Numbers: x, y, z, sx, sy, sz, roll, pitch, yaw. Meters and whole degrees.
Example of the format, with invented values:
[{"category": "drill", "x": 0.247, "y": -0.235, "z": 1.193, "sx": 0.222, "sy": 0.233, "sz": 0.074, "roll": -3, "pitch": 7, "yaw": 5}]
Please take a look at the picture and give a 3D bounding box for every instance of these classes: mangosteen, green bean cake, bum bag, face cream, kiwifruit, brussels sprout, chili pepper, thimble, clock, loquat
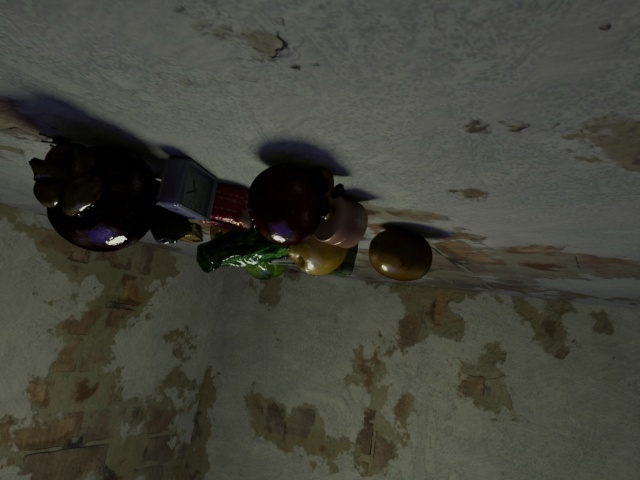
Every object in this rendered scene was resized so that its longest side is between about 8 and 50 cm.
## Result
[{"category": "mangosteen", "x": -0.060, "y": -0.104, "z": 1.197, "sx": 0.257, "sy": 0.215, "sz": 0.215, "roll": -21, "pitch": 171, "yaw": -4}, {"category": "green bean cake", "x": 0.078, "y": 0.065, "z": 2.010, "sx": 0.094, "sy": 0.173, "sz": 0.181, "roll": 16, "pitch": 166, "yaw": -30}, {"category": "bum bag", "x": -0.485, "y": -0.108, "z": 1.466, "sx": 0.142, "sy": 0.326, "sz": 0.080, "roll": -3, "pitch": 134, "yaw": -30}, {"category": "mangosteen", "x": -0.611, "y": -0.127, "z": 1.251, "sx": 0.306, "sy": 0.307, "sz": 0.347, "roll": 6, "pitch": 161, "yaw": 20}, {"category": "face cream", "x": 0.057, "y": -0.058, "z": 1.407, "sx": 0.104, "sy": 0.149, "sz": 0.149, "roll": 16, "pitch": 168, "yaw": -39}, {"category": "kiwifruit", "x": 0.285, "y": 0.051, "z": 1.684, "sx": 0.234, "sy": 0.196, "sz": 0.196, "roll": 13, "pitch": 170, "yaw": -27}, {"category": "brussels sprout", "x": -0.314, "y": 0.095, "z": 2.487, "sx": 0.271, "sy": 0.210, "sz": 0.219, "roll": 34, "pitch": 154, "yaw": -29}, {"category": "chili pepper", "x": -0.250, "y": 0.003, "z": 1.671, "sx": 0.385, "sy": 0.167, "sz": 0.213, "roll": -16, "pitch": 160, "yaw": -31}, {"category": "thimble", "x": -0.311, "y": -0.110, "z": 1.540, "sx": 0.189, "sy": 0.125, "sz": 0.163, "roll": 9, "pitch": 167, "yaw": 7}, {"category": "clock", "x": -0.384, "y": -0.145, "z": 1.352, "sx": 0.073, "sy": 0.145, "sz": 0.193, "roll": 6, "pitch": 170, "yaw": 16}, {"category": "loquat", "x": 0.000, "y": 0.000, "z": 1.587, "sx": 0.243, "sy": 0.244, "sz": 0.244, "roll": 9, "pitch": 170, "yaw": 2}]

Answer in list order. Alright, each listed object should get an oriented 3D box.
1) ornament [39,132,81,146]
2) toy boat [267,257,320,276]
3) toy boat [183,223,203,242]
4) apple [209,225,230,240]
[{"category": "ornament", "x": -0.716, "y": -0.272, "z": 1.296, "sx": 0.125, "sy": 0.028, "sz": 0.073, "roll": 9, "pitch": 169, "yaw": 15}, {"category": "toy boat", "x": -0.125, "y": 0.046, "z": 2.105, "sx": 0.293, "sy": 0.111, "sz": 0.276, "roll": 26, "pitch": -158, "yaw": -32}, {"category": "toy boat", "x": -0.666, "y": -0.042, "z": 2.354, "sx": 0.121, "sy": 0.089, "sz": 0.321, "roll": -4, "pitch": 168, "yaw": 6}, {"category": "apple", "x": -0.335, "y": -0.028, "z": 1.829, "sx": 0.196, "sy": 0.196, "sz": 0.196, "roll": 9, "pitch": 170, "yaw": 2}]
